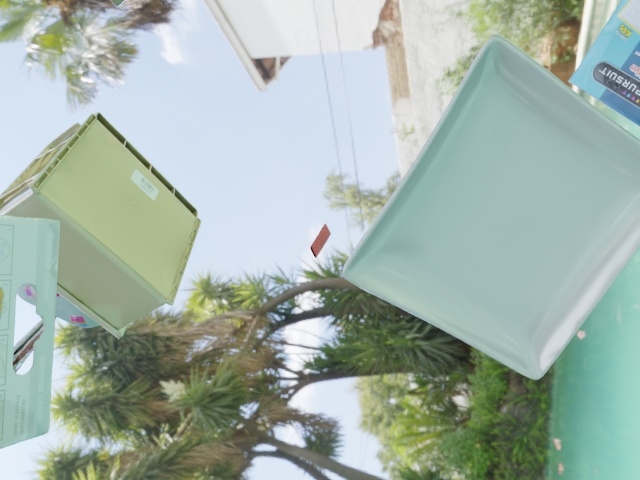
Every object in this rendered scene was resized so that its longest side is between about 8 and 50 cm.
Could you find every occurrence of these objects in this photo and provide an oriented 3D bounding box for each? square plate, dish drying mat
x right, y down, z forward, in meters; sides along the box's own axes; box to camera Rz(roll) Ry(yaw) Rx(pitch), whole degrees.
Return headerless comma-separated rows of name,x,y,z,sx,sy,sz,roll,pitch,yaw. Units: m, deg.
square plate,0.255,-0.024,0.690,0.347,0.344,0.049,-58,15,10
dish drying mat,0.000,0.000,1.118,0.032,0.008,0.083,61,-141,-28

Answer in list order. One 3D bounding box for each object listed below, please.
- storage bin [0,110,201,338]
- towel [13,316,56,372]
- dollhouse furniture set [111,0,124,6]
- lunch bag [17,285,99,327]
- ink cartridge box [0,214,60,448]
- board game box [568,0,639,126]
storage bin,-0.341,-0.036,0.833,0.262,0.123,0.260,49,-156,-30
towel,-0.708,0.323,1.142,0.329,0.037,0.237,-52,15,7
dollhouse furniture set,-0.324,-0.434,0.748,0.144,0.123,0.151,-43,-64,0
lunch bag,-0.475,0.039,1.075,0.279,0.224,0.107,-55,-12,-51
ink cartridge box,-0.297,0.068,0.345,0.232,0.066,0.188,6,-94,-69
board game box,0.593,-0.336,0.798,0.079,0.253,0.335,-6,-45,-32
